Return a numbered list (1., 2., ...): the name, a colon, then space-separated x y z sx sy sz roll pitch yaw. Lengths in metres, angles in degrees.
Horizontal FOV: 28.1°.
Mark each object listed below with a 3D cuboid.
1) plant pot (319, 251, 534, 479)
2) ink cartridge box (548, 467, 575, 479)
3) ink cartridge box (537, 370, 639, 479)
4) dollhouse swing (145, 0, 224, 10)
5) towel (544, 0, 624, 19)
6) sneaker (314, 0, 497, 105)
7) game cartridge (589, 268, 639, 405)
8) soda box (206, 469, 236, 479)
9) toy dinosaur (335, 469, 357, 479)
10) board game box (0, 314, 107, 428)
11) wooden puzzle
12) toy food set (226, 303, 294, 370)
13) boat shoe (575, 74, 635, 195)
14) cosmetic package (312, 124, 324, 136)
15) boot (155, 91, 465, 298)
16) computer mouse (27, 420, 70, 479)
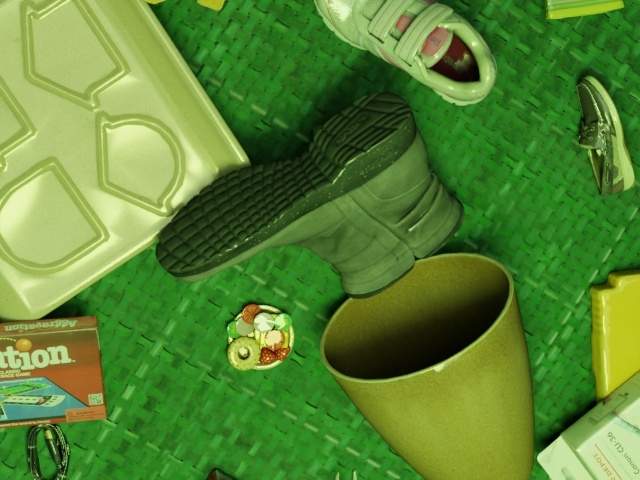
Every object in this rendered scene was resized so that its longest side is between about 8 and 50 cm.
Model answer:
1. plant pot: 0.156 0.185 1.514 0.237 0.237 0.254 -27 115 -3
2. ink cartridge box: 0.327 0.337 1.648 0.062 0.029 0.115 -4 99 -8
3. ink cartridge box: 0.380 0.254 1.575 0.198 0.067 0.115 -38 101 -1
4. dollhouse swing: -0.212 -0.490 1.380 0.346 0.305 0.315 18 126 -11
5. towel: 0.305 -0.389 1.534 0.102 0.021 0.237 -10 100 -12
6. sneaker: 0.109 -0.244 1.479 0.252 0.111 0.103 28 94 -11
7. game cartridge: 0.491 0.187 1.642 0.285 0.052 0.324 -5 98 -7
8. soda box: -0.166 0.414 1.554 0.083 0.092 0.263 34 93 -11
9. toy dinosaur: 0.092 0.446 1.586 0.313 0.121 0.160 39 105 -8
10. board game box: -0.394 0.160 1.482 0.281 0.027 0.145 -5 126 -8
11. wooden puzzle: -0.302 -0.118 1.461 0.347 0.080 0.322 -33 102 3
12. toy food set: -0.073 0.118 1.557 0.083 0.020 0.083 2 99 -8
13. boat shoe: 0.340 -0.125 1.562 0.049 0.056 0.152 -25 102 -9
14. cosmetic package: 0.052 -0.113 1.528 0.115 0.041 0.060 -9 101 -7
15. boot: 0.000 0.000 1.472 0.338 0.118 0.223 -28 134 2
16. computer mouse: -0.291 0.330 1.549 0.071 0.041 0.242 -26 101 -3
